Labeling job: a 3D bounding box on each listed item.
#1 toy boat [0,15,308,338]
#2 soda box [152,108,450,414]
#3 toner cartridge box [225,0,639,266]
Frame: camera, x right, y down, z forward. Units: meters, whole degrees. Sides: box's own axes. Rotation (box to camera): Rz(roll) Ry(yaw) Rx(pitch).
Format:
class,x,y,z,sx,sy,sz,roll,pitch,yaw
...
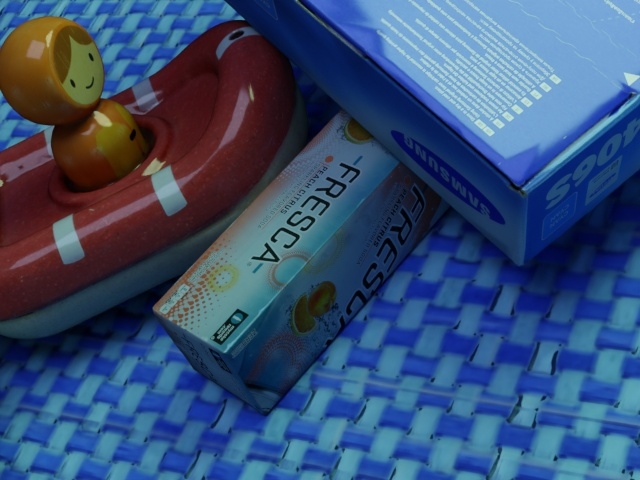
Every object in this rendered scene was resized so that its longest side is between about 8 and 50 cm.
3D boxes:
class,x,y,z,sx,sy,sz,roll,pitch,yaw
toy boat,-0.126,-0.060,0.761,0.231,0.151,0.151,-27,35,2
soda box,0.000,0.000,0.719,0.063,0.058,0.183,26,66,40
toner cartridge box,0.043,-0.159,0.719,0.165,0.075,0.348,-38,63,-14
